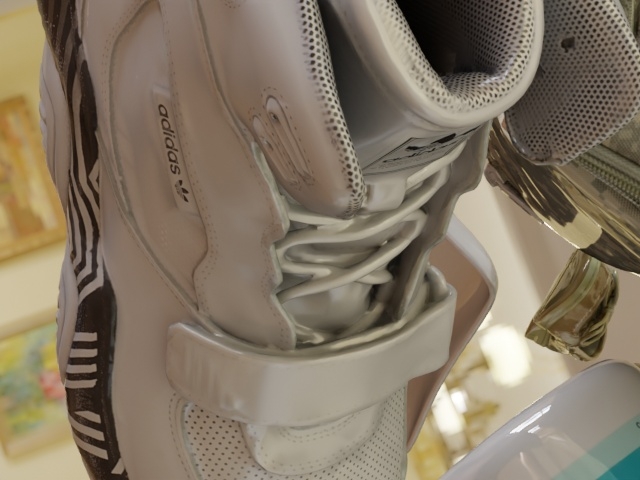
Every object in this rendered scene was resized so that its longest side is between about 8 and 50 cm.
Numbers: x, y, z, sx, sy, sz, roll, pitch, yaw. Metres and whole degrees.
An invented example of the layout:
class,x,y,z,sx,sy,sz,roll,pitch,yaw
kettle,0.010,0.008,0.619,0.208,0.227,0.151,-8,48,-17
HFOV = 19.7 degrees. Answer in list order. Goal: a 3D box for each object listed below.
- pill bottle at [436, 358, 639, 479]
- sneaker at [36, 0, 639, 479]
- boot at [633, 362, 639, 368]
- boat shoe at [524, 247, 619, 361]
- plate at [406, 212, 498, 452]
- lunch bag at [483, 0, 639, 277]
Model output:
class,x,y,z,sx,sy,sz,roll,pitch,yaw
pill bottle,0.166,0.195,0.848,0.264,0.146,0.146,51,-18,14
sneaker,0.000,0.000,0.639,0.210,0.137,0.365,17,-61,57
boot,0.254,0.133,0.978,0.213,0.165,0.077,54,47,-47
boat shoe,0.154,0.042,1.073,0.048,0.056,0.153,31,-13,6
plate,0.007,-0.009,1.286,0.277,0.045,0.278,47,-27,15
lunch bag,0.198,-0.072,0.834,0.305,0.256,0.212,41,58,-84
